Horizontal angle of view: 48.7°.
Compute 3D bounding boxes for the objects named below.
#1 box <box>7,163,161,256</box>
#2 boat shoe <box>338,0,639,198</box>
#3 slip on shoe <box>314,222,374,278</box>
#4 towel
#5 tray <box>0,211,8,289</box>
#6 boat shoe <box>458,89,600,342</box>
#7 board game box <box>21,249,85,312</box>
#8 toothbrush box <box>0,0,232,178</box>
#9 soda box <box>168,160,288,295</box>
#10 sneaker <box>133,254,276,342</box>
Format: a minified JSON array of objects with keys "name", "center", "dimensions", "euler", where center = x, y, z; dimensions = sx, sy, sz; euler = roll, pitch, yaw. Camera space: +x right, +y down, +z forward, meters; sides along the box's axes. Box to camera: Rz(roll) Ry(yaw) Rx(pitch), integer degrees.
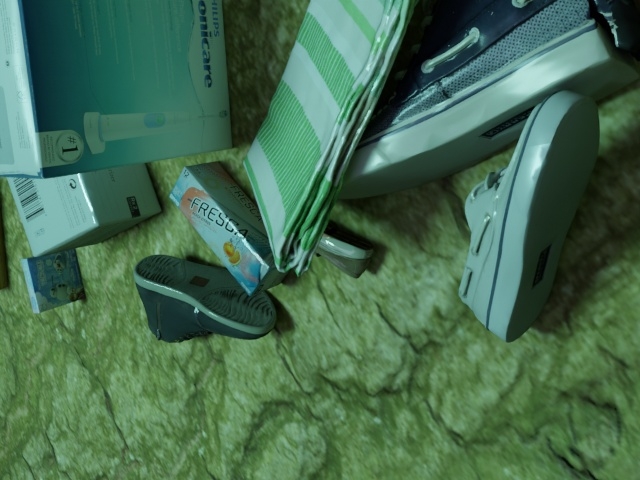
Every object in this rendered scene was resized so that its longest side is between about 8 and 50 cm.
[{"name":"box","center":[-0.357,-0.090,1.043],"dimensions":[0.181,0.119,0.181],"euler":[-20,89,38]},{"name":"boat shoe","center":[0.127,-0.164,0.674],"dimensions":[0.340,0.127,0.158],"euler":[-24,74,36]},{"name":"slip on shoe","center":[0.000,0.000,0.843],"dimensions":[0.135,0.051,0.041],"euler":[26,114,21]},{"name":"towel","center":[-0.003,-0.160,0.728],"dimensions":[0.248,0.038,0.325],"euler":[-113,39,-53]},{"name":"tray","center":[-0.692,-0.113,1.288],"dimensions":[0.202,0.076,0.411],"euler":[7,106,19]},{"name":"boat shoe","center":[0.178,-0.023,0.651],"dimensions":[0.088,0.096,0.268],"euler":[37,147,34]},{"name":"board game box","center":[-0.437,0.064,1.162],"dimensions":[0.020,0.090,0.090],"euler":[-4,100,38]},{"name":"toothbrush box","center":[-0.246,-0.198,0.817],"dimensions":[0.126,0.295,0.217],"euler":[6,106,34]},{"name":"soda box","center":[-0.114,-0.019,0.913],"dimensions":[0.183,0.063,0.058],"euler":[48,126,17]},{"name":"sneaker","center":[-0.154,0.103,0.981],"dimensions":[0.222,0.083,0.118],"euler":[20,132,24]}]
